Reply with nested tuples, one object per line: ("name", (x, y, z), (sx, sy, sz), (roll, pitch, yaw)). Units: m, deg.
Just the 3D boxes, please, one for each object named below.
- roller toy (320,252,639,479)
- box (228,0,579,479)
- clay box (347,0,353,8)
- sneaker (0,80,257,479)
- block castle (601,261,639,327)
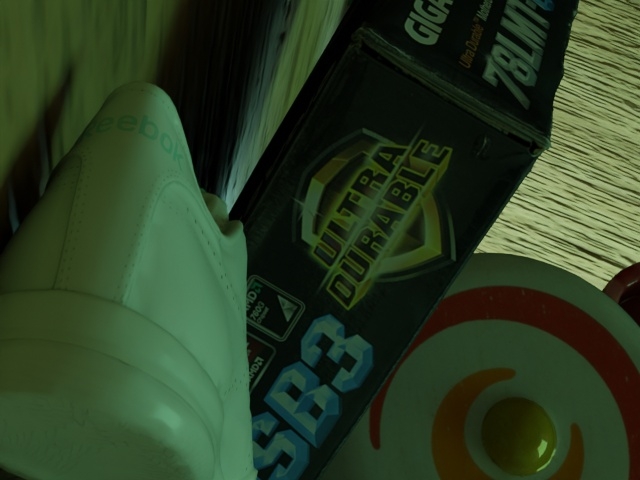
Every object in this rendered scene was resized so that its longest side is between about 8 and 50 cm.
("roller toy", (0.075, 0.111, 0.858), (0.209, 0.191, 0.146), (-48, 178, -23))
("box", (0.000, 0.000, 0.663), (0.295, 0.073, 0.293), (-59, -178, 30))
("clay box", (0.104, -0.221, 1.045), (0.222, 0.053, 0.127), (-43, 161, -45))
("sneaker", (-0.045, 0.034, 0.459), (0.212, 0.080, 0.094), (104, -3, -66))
("block castle", (0.045, 0.176, 1.026), (0.213, 0.303, 0.453), (122, -7, -62))
